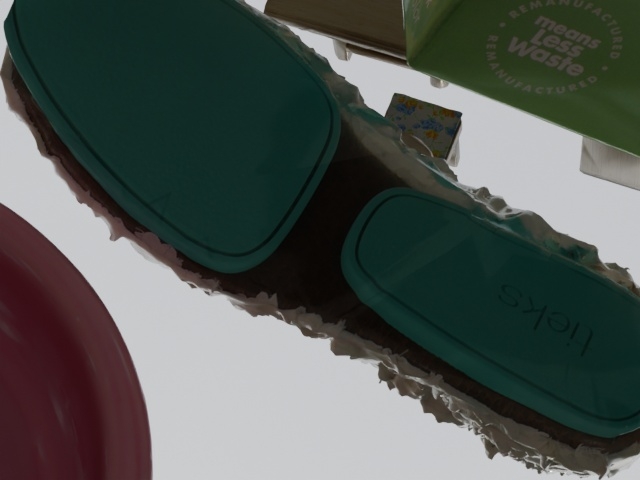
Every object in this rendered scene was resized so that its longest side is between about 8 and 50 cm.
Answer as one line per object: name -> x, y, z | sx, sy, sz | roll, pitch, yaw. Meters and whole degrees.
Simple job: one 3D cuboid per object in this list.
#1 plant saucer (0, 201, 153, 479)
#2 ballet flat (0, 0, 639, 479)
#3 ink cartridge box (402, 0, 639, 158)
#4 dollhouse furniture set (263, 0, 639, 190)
plant saucer -> -0.240, 0.108, 0.705 | 0.332, 0.084, 0.332 | 6, -126, -8
ballet flat -> 0.000, 0.000, 0.875 | 0.409, 0.147, 0.147 | 36, -87, 3
ink cartridge box -> 0.197, -0.170, 0.526 | 0.207, 0.119, 0.353 | 18, -43, -21
dollhouse furniture set -> 0.090, -0.137, 0.941 | 0.242, 0.161, 0.212 | 18, -111, 13
